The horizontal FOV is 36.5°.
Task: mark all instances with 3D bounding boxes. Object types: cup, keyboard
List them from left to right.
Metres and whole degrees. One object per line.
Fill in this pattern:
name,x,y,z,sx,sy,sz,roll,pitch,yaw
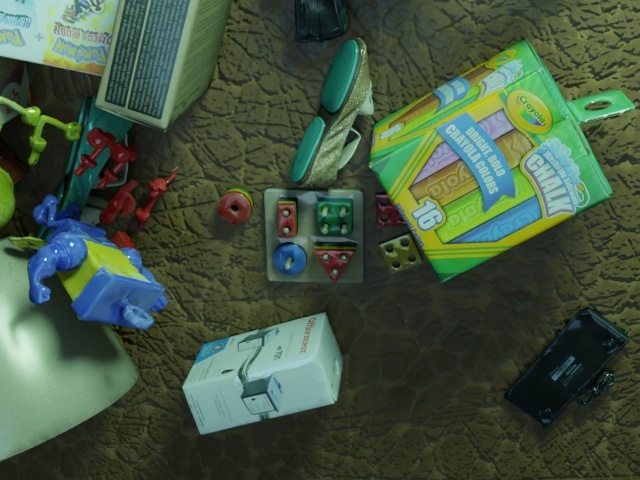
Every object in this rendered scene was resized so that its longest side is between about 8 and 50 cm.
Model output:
cup,-0.433,0.132,1.259,0.331,0.331,0.237,-18,98,12
keyboard,0.350,0.184,1.348,0.108,0.023,0.180,36,111,-2

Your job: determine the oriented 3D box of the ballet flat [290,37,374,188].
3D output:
ballet flat,0.027,-0.156,1.231,0.067,0.073,0.206,12,118,-29

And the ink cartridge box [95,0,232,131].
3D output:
ink cartridge box,-0.166,-0.253,1.111,0.088,0.235,0.193,18,111,-1

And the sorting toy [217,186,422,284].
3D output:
sorting toy,0.000,0.000,1.296,0.274,0.046,0.132,1,112,5

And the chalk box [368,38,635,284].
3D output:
chalk box,0.225,-0.114,1.159,0.289,0.180,0.179,-30,106,14

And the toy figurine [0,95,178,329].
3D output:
toy figurine,-0.260,0.007,1.132,0.191,0.362,0.217,-44,65,10

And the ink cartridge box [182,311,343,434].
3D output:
ink cartridge box,-0.075,0.180,1.324,0.190,0.139,0.082,-17,107,11

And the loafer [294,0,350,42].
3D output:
loafer,-0.024,-0.342,1.146,0.078,0.076,0.223,-14,113,2

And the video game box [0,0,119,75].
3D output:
video game box,-0.313,-0.292,1.075,0.205,0.048,0.187,10,114,-9

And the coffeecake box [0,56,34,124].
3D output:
coffeecake box,-0.425,-0.238,1.191,0.068,0.142,0.185,-3,111,6

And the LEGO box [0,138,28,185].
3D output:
LEGO box,-0.629,-0.171,1.115,0.193,0.372,0.500,-33,106,16

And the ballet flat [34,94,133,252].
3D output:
ballet flat,-0.307,-0.072,1.282,0.087,0.083,0.247,19,115,-17
